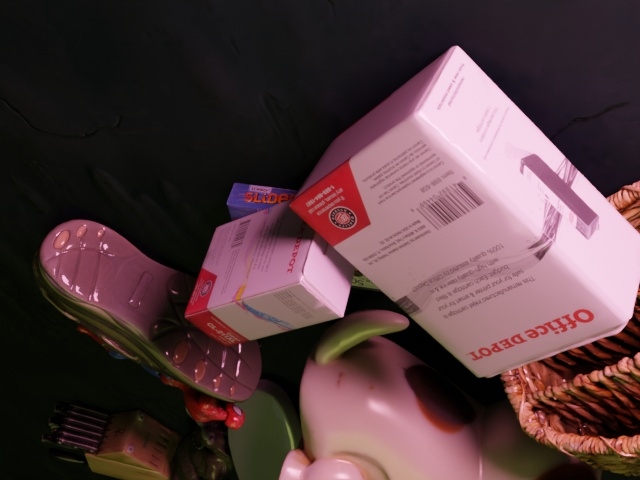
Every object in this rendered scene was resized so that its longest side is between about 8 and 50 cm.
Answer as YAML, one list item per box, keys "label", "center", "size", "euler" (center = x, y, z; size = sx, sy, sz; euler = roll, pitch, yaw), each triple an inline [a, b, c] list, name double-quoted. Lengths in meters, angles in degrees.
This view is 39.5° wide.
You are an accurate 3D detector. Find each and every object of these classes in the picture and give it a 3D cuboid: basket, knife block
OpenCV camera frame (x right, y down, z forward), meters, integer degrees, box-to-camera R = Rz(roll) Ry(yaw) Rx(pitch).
- label: "basket"
  center: [0.317, 0.108, 0.910]
  size: [0.223, 0.213, 0.299]
  euler: [31, 143, -23]
- label: "knife block"
  center: [-0.391, 0.407, 1.725]
  size: [0.242, 0.088, 0.275]
  euler: [-17, 135, 39]

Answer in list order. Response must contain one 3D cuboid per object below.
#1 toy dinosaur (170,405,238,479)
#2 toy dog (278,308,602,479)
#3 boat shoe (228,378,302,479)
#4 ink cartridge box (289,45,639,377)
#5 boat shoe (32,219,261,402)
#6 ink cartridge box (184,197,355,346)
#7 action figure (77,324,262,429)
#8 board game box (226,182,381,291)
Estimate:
- label: "toy dinosaur"
  center: [-0.197, 0.388, 1.577]
  size: [0.121, 0.160, 0.313]
  euler: [-12, 161, -31]
- label: "toy dog"
  center: [0.171, 0.279, 1.210]
  size: [0.408, 0.284, 0.395]
  euler: [12, 109, 7]
- label: "boat shoe"
  center: [-0.045, 0.370, 1.505]
  size: [0.135, 0.156, 0.367]
  euler: [0, 114, 29]
- label: "ink cartridge box"
  center: [0.140, -0.014, 0.845]
  size: [0.273, 0.114, 0.197]
  euler: [43, 139, -13]
- label: "boat shoe"
  center: [-0.233, 0.101, 1.215]
  size: [0.355, 0.132, 0.130]
  euler: [41, 149, -20]
- label: "ink cartridge box"
  center: [-0.048, 0.031, 0.956]
  size: [0.175, 0.127, 0.072]
  euler: [-18, 132, 38]
- label: "action figure"
  center: [-0.206, 0.162, 1.319]
  size: [0.280, 0.139, 0.091]
  euler: [39, 148, 4]
- label: "board game box"
  center: [0.000, 0.000, 1.039]
  size: [0.201, 0.035, 0.136]
  euler: [8, 145, 10]
